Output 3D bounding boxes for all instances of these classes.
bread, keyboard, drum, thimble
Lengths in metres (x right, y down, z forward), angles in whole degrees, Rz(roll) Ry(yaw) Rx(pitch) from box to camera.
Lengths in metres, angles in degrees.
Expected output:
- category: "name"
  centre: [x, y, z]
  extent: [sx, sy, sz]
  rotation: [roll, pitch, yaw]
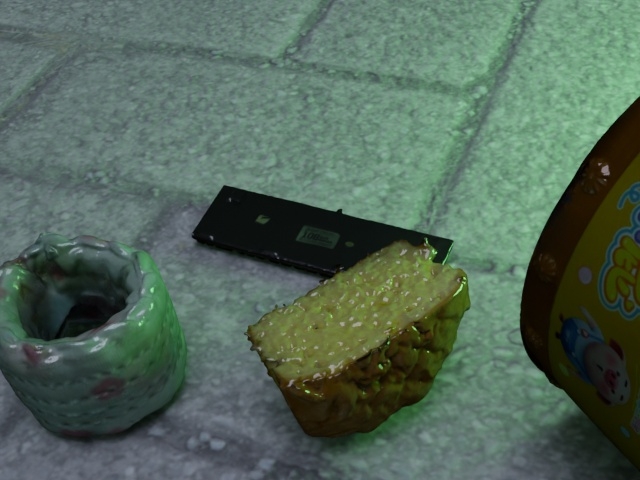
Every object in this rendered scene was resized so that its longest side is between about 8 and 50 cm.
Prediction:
- category: "bread"
  centre: [0.044, 0.105, 0.923]
  extent: [0.229, 0.140, 0.143]
  rotation: [-29, 45, -21]
- category: "keyboard"
  centre: [0.000, 0.000, 1.119]
  extent: [0.316, 0.027, 0.106]
  rotation: [15, 51, 22]
- category: "drum"
  centre: [0.390, 0.030, 0.752]
  extent: [0.431, 0.431, 0.214]
  rotation: [-24, 47, -17]
- category: "thimble"
  centre: [-0.251, 0.093, 0.972]
  extent: [0.185, 0.149, 0.211]
  rotation: [-29, 47, -18]
